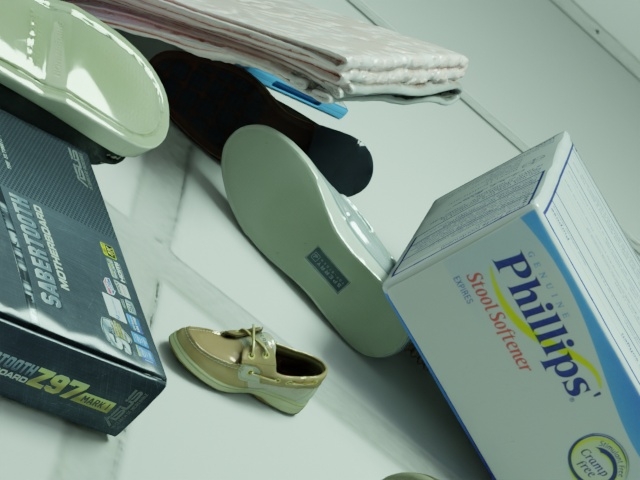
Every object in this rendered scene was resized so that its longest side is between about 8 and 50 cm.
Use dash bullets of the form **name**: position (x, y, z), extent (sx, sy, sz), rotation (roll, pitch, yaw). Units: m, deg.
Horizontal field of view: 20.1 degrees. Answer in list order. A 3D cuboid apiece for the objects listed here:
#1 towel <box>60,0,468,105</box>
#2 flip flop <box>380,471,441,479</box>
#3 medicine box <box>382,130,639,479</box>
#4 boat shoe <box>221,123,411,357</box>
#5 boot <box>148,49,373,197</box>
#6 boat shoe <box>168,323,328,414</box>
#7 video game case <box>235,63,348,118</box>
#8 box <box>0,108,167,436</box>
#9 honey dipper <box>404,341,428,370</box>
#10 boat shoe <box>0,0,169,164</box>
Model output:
- **towel**: position (-0.059, -0.184, 1.596), extent (0.317, 0.053, 0.332), rotation (20, 12, 20)
- **flip flop**: position (0.033, 0.229, 1.095), extent (0.080, 0.112, 0.277), rotation (26, 29, -9)
- **medicine box**: position (0.199, 0.078, 1.538), extent (0.263, 0.149, 0.289), rotation (60, 19, -7)
- **boat shoe**: position (0.001, 0.000, 1.514), extent (0.227, 0.079, 0.081), rotation (53, 14, 3)
- **boot**: position (-0.064, -0.099, 1.614), extent (0.219, 0.082, 0.106), rotation (29, -4, -11)
- **boat shoe**: position (-0.049, 0.082, 1.281), extent (0.135, 0.045, 0.050), rotation (24, 29, -45)
- **video game case**: position (-0.049, -0.191, 1.866), extent (0.166, 0.015, 0.119), rotation (20, 32, -50)
- **box**: position (-0.205, -0.001, 1.120), extent (0.183, 0.059, 0.232), rotation (26, 26, -39)
- **honey dipper**: position (0.044, 0.047, 1.564), extent (0.161, 0.030, 0.030), rotation (44, 20, 6)
- **boat shoe**: position (-0.259, -0.146, 1.225), extent (0.340, 0.113, 0.127), rotation (31, 45, -40)
